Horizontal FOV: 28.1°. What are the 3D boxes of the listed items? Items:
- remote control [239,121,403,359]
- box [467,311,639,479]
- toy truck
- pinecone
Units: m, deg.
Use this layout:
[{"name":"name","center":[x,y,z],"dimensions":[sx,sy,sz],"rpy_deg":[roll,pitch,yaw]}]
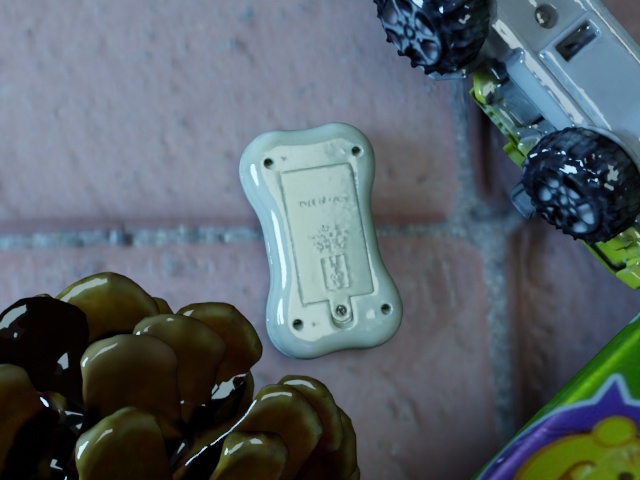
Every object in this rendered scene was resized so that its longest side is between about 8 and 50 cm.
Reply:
[{"name":"remote control","center":[0.000,0.000,0.674],"dimensions":[0.074,0.032,0.122],"rpy_deg":[-8,86,-16]},{"name":"box","center":[0.200,0.078,0.612],"dimensions":[0.345,0.134,0.097],"rpy_deg":[-37,131,-28]},{"name":"toy truck","center":[0.111,-0.107,0.677],"dimensions":[0.136,0.111,0.286],"rpy_deg":[-40,92,-23]},{"name":"pinecone","center":[-0.084,0.142,0.521],"dimensions":[0.264,0.264,0.264],"rpy_deg":[2,82,-15]}]
